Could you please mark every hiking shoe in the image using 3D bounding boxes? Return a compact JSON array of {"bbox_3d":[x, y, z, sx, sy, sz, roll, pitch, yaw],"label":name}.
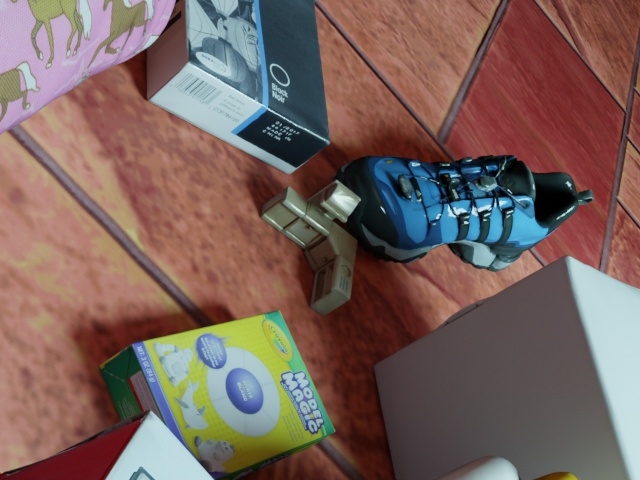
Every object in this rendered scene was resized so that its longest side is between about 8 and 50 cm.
[{"bbox_3d":[0.136,-0.048,1.079,0.304,0.132,0.113,5,58,-50],"label":"hiking shoe"}]

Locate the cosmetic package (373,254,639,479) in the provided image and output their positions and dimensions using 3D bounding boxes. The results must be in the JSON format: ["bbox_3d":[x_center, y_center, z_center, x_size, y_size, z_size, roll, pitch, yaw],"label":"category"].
[{"bbox_3d":[0.191,0.233,0.839,0.156,0.217,0.385,22,48,-39],"label":"cosmetic package"}]

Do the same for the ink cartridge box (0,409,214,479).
[{"bbox_3d":[-0.136,0.236,0.468,0.272,0.130,0.309,51,35,-18],"label":"ink cartridge box"}]

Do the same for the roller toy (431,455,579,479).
[{"bbox_3d":[0.060,0.224,0.694,0.191,0.209,0.146,-13,72,-48],"label":"roller toy"}]

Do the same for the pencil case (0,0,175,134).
[{"bbox_3d":[-0.223,-0.126,0.663,0.167,0.160,0.386,23,33,9],"label":"pencil case"}]

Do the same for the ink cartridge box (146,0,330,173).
[{"bbox_3d":[-0.081,-0.232,1.031,0.165,0.065,0.332,24,44,-37],"label":"ink cartridge box"}]

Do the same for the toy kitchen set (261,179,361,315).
[{"bbox_3d":[0.000,0.000,0.926,0.083,0.068,0.075,37,38,-25],"label":"toy kitchen set"}]

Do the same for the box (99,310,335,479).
[{"bbox_3d":[-0.060,0.111,0.781,0.179,0.043,0.105,-9,69,-55],"label":"box"}]
